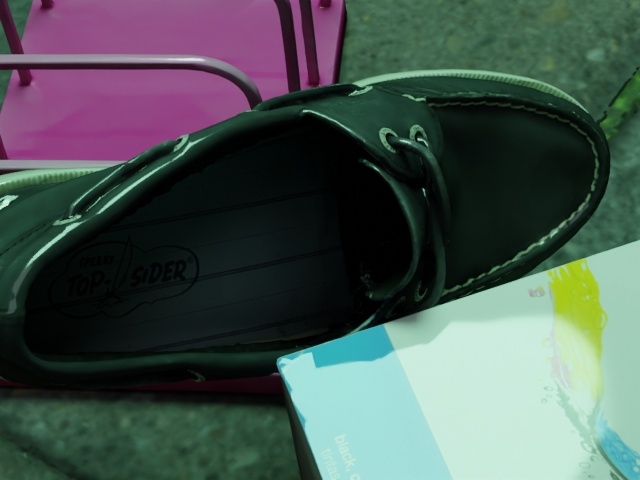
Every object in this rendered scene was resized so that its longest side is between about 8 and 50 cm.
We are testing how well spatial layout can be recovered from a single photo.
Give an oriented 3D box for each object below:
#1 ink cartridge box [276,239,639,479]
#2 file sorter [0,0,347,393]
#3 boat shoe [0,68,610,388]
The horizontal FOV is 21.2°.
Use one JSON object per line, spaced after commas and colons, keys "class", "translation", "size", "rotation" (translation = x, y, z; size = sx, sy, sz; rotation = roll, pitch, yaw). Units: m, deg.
{"class": "ink cartridge box", "translation": [0.123, 0.123, 0.751], "size": [0.233, 0.171, 0.168], "rotation": [-18, 53, -6]}
{"class": "file sorter", "translation": [-0.106, -0.088, 0.944], "size": [0.202, 0.182, 0.290], "rotation": [1, 52, 8]}
{"class": "boat shoe", "translation": [-0.001, -0.004, 0.750], "size": [0.340, 0.127, 0.113], "rotation": [-7, 10, -23]}
